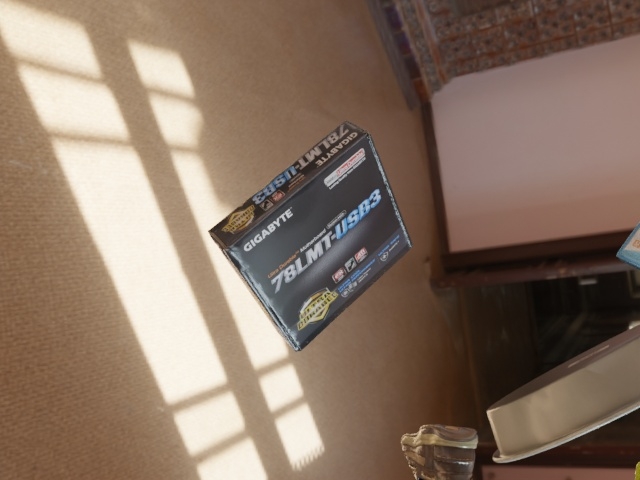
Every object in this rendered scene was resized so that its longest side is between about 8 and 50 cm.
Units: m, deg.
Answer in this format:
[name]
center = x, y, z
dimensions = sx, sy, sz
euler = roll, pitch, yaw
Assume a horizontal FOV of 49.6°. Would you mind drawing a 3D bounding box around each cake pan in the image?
[cake pan]
center = 0.307, 0.151, 0.759
dimensions = 0.054, 0.293, 0.293
euler = 62, 22, 15

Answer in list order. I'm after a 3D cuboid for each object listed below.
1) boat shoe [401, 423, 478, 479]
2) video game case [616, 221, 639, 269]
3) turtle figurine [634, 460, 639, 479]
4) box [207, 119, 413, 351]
[boat shoe]
center = 0.228, 0.456, 1.390
dimensions = 0.355, 0.132, 0.130
euler = 83, 13, -67
[video game case]
center = 0.375, -0.029, 0.650
dimensions = 0.015, 0.119, 0.166
euler = 31, 95, -37
[turtle figurine]
center = 0.664, 0.424, 1.169
dimensions = 0.269, 0.217, 0.087
euler = -119, -141, -60
[box]
center = 0.000, 0.000, 1.161
dimensions = 0.295, 0.073, 0.293
euler = -40, 137, -14
